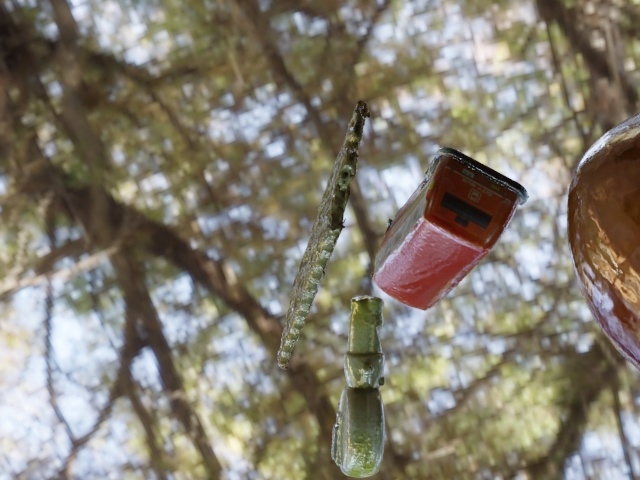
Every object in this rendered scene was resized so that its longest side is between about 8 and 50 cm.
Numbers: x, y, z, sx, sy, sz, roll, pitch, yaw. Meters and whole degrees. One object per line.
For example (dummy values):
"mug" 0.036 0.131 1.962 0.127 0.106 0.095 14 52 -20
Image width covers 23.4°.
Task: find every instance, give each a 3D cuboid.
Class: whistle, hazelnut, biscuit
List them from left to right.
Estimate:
"biscuit" 0.001 0.000 1.300 0.016 0.203 0.144 17 -141 -5
"whistle" 0.041 0.158 1.671 0.057 0.198 0.104 0 -174 -5
"hazelnut" 0.444 -0.006 1.614 0.365 0.366 0.366 -13 -143 10

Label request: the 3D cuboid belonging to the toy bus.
"toy bus" 0.145 -0.004 1.895 0.121 0.265 0.120 28 -116 -4
